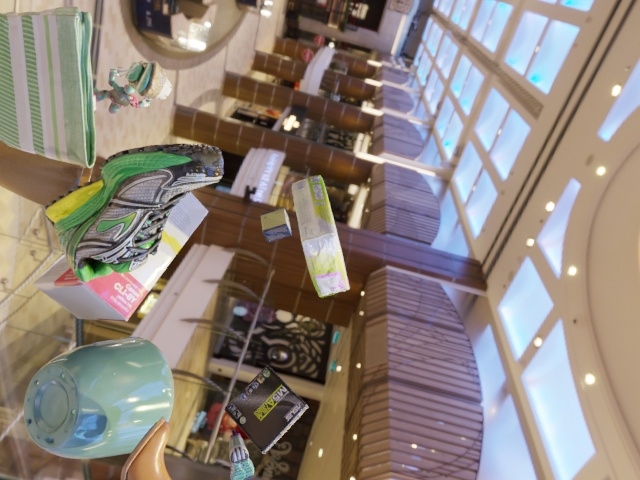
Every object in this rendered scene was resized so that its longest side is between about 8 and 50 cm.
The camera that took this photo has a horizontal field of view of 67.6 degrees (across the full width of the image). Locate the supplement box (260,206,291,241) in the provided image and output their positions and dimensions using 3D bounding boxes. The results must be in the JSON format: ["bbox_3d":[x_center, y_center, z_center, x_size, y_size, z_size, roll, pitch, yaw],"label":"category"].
[{"bbox_3d":[-0.145,-0.052,1.557,0.056,0.083,0.083,69,6,-50],"label":"supplement box"}]

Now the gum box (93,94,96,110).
[{"bbox_3d":[-0.841,-0.438,1.583,0.062,0.107,0.188,114,-3,-46],"label":"gum box"}]

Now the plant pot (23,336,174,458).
[{"bbox_3d":[-0.548,0.383,1.154,0.235,0.293,0.292,22,82,-63],"label":"plant pot"}]

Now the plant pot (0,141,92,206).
[{"bbox_3d":[-0.797,-0.209,1.347,0.237,0.254,0.237,-47,-144,50],"label":"plant pot"}]

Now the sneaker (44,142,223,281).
[{"bbox_3d":[-0.262,-0.040,0.707,0.134,0.344,0.146,-18,85,-57],"label":"sneaker"}]

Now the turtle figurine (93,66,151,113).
[{"bbox_3d":[-0.748,-0.555,1.796,0.175,0.234,0.118,58,40,-30],"label":"turtle figurine"}]

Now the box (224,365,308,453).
[{"bbox_3d":[-0.168,0.518,1.476,0.191,0.184,0.045,-43,151,-16],"label":"box"}]

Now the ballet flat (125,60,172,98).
[{"bbox_3d":[-0.326,-0.311,0.932,0.073,0.067,0.206,-58,-143,9],"label":"ballet flat"}]

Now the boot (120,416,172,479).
[{"bbox_3d":[-0.313,0.536,0.987,0.109,0.220,0.283,115,-3,-66],"label":"boot"}]

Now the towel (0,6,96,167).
[{"bbox_3d":[-0.505,-0.275,0.844,0.038,0.325,0.247,-20,119,-55],"label":"towel"}]

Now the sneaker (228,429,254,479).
[{"bbox_3d":[-0.283,0.763,1.681,0.098,0.083,0.223,-118,-153,-51],"label":"sneaker"}]

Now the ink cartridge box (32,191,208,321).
[{"bbox_3d":[-0.524,0.015,1.287,0.279,0.160,0.384,-7,-137,40],"label":"ink cartridge box"}]

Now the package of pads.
[{"bbox_3d":[0.000,0.000,1.351,0.296,0.101,0.229,74,3,-52],"label":"package of pads"}]
